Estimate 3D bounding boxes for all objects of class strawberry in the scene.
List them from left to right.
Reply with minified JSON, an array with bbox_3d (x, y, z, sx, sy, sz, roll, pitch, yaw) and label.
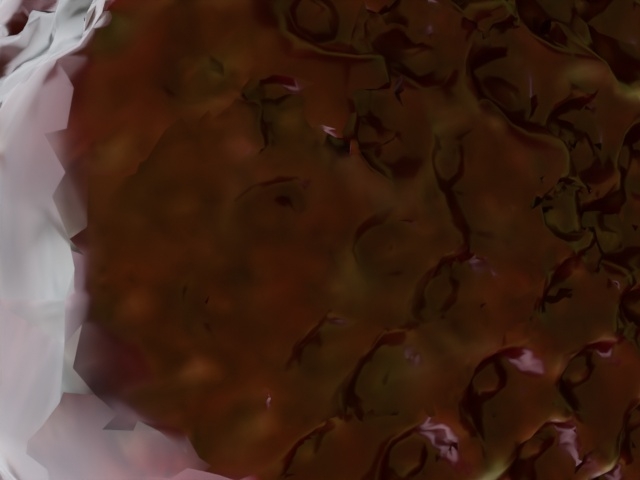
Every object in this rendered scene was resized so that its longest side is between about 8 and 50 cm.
[{"bbox_3d":[-0.002,-0.002,0.486,0.310,0.292,0.291,-1,-115,-38],"label":"strawberry"}]
